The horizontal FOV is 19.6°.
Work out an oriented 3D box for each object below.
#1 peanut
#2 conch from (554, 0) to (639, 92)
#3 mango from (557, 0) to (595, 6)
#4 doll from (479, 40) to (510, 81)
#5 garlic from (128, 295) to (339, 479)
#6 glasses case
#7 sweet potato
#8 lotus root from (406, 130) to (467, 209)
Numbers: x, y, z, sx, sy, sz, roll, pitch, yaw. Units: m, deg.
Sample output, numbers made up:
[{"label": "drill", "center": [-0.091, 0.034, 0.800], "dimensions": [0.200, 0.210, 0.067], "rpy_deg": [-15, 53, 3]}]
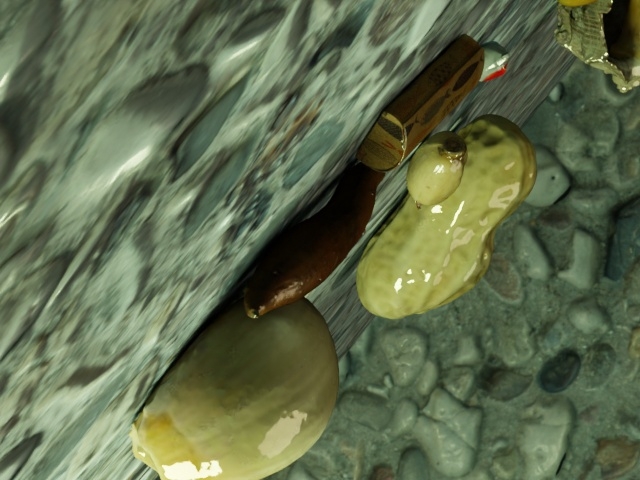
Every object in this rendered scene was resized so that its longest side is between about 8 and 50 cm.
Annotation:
[{"label": "peanut", "center": [0.167, -0.023, 2.400], "dimensions": [0.313, 0.152, 0.152], "rpy_deg": [-55, 174, 14]}, {"label": "conch", "center": [0.388, -0.301, 2.400], "dimensions": [0.178, 0.163, 0.245], "rpy_deg": [-74, 167, -61]}, {"label": "mango", "center": [0.352, -0.341, 2.173], "dimensions": [0.184, 0.085, 0.102], "rpy_deg": [-49, 176, 30]}, {"label": "doll", "center": [0.172, -0.186, 1.931], "dimensions": [0.057, 0.039, 0.114], "rpy_deg": [-16, 176, -19]}, {"label": "garlic", "center": [-0.064, 0.119, 1.631], "dimensions": [0.164, 0.145, 0.245], "rpy_deg": [-16, -160, 36]}, {"label": "glasses case", "center": [0.097, -0.125, 1.700], "dimensions": [0.170, 0.041, 0.064], "rpy_deg": [-45, 171, -47]}, {"label": "sweet potato", "center": [-0.001, 0.001, 1.629], "dimensions": [0.057, 0.057, 0.264], "rpy_deg": [-56, 174, 38]}, {"label": "lotus root", "center": [0.133, -0.083, 2.149], "dimensions": [0.150, 0.062, 0.073], "rpy_deg": [120, -13, -63]}]
